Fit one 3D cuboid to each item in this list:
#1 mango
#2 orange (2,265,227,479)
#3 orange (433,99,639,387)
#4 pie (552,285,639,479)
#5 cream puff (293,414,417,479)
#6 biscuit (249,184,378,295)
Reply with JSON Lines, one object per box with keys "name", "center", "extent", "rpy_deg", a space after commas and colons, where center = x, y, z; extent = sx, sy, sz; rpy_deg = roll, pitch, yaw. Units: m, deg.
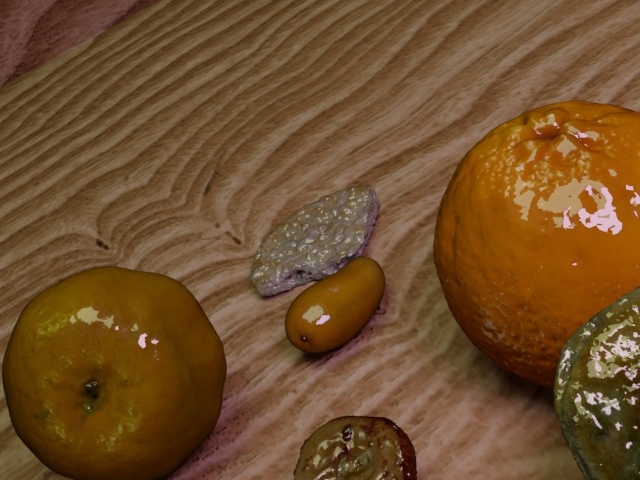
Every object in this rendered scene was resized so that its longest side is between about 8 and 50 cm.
{"name": "mango", "center": [0.027, 0.088, 1.273], "extent": [0.102, 0.085, 0.184], "rpy_deg": [10, 36, 43]}
{"name": "orange", "center": [-0.254, 0.168, 1.161], "extent": [0.278, 0.279, 0.235], "rpy_deg": [-18, 4, 6]}
{"name": "orange", "center": [0.294, -0.005, 1.061], "extent": [0.340, 0.293, 0.341], "rpy_deg": [-16, 35, 12]}
{"name": "pie", "center": [0.386, 0.161, 0.849], "extent": [0.323, 0.070, 0.323], "rpy_deg": [-2, 78, 8]}
{"name": "cream puff", "center": [0.040, 0.265, 1.027], "extent": [0.149, 0.084, 0.149], "rpy_deg": [-17, 38, 13]}
{"name": "biscuit", "center": [0.000, 0.000, 1.438], "extent": [0.265, 0.040, 0.188], "rpy_deg": [-39, 38, -20]}
